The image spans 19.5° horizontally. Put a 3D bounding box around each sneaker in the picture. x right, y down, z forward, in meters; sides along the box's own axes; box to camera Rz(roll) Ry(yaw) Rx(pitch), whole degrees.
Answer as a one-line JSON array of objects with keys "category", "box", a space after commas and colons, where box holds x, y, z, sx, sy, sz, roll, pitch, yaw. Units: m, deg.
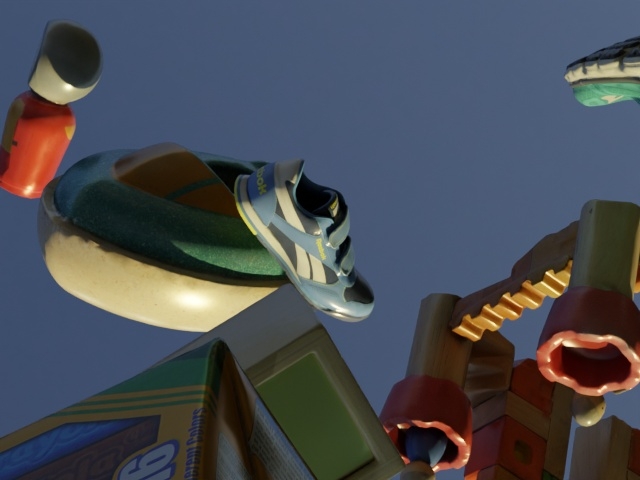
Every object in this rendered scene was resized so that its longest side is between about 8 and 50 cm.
[{"category": "sneaker", "box": [0.000, 0.000, 1.344, 0.144, 0.059, 0.053, 49, -156, -23]}, {"category": "sneaker", "box": [0.271, -0.094, 1.329, 0.107, 0.275, 0.110, -18, -72, -24]}]

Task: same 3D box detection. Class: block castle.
[{"category": "block castle", "box": [0.295, 0.193, 1.623, 0.453, 0.303, 0.213, 33, -130, -23]}]

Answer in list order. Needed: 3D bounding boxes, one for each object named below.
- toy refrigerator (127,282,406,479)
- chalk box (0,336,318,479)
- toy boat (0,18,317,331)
[{"category": "toy refrigerator", "box": [-0.097, 0.144, 1.026, 0.102, 0.269, 0.094, 60, 176, -19]}, {"category": "chalk box", "box": [-0.131, 0.209, 0.852, 0.180, 0.289, 0.179, 58, -162, -26]}, {"category": "toy boat", "box": [-0.139, -0.050, 1.447, 0.318, 0.148, 0.267, 34, -159, 33]}]
